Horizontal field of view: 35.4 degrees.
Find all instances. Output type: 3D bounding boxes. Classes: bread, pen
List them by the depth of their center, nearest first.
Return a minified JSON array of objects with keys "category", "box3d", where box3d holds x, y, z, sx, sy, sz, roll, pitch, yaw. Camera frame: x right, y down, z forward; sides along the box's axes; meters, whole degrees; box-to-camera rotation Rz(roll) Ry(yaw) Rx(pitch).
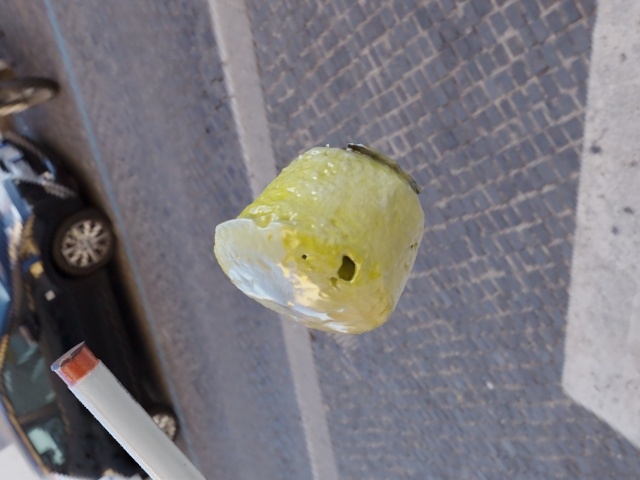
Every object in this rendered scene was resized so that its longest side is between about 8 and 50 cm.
[{"category":"pen","box3d":[-0.084,0.148,0.619,0.218,0.026,0.026,51,156,-14]},{"category":"bread","box3d":[0.002,0.002,1.026,0.197,0.171,0.197,23,151,14]}]
